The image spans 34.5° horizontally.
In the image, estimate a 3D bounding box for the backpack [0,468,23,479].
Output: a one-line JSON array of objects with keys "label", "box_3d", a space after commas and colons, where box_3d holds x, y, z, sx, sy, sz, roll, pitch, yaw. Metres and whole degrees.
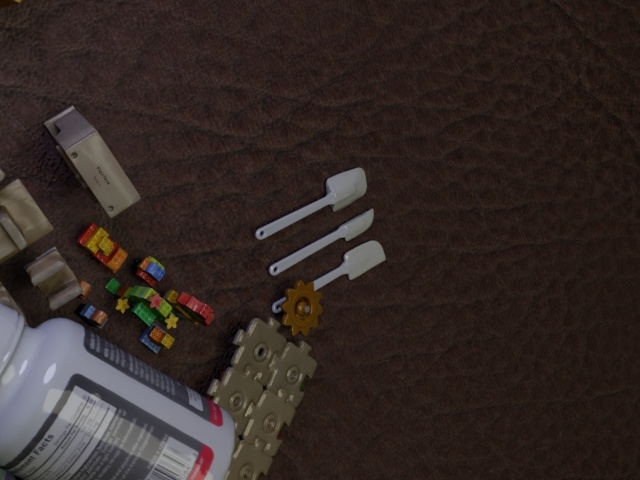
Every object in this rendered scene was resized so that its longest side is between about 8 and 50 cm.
[{"label": "backpack", "box_3d": [-0.414, 0.274, 1.171, 0.152, 0.115, 0.182, -23, 101, -11]}]

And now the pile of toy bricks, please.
[{"label": "pile of toy bricks", "box_3d": [-0.231, 0.077, 1.335, 0.212, 0.105, 0.118, 46, 65, -33]}]

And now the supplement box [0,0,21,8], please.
[{"label": "supplement box", "box_3d": [-0.406, -0.386, 1.137, 0.191, 0.129, 0.194, 26, 76, -38]}]

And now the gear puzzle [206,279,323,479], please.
[{"label": "gear puzzle", "box_3d": [-0.093, 0.203, 1.504, 0.175, 0.044, 0.339, 41, 67, -41]}]

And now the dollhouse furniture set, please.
[{"label": "dollhouse furniture set", "box_3d": [-0.357, -0.041, 1.229, 0.242, 0.161, 0.212, -34, 116, -10]}]

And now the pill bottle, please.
[{"label": "pill bottle", "box_3d": [-0.268, 0.196, 1.149, 0.318, 0.176, 0.176, 35, 70, -22]}]

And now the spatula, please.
[{"label": "spatula", "box_3d": [0.000, 0.000, 1.589, 0.242, 0.019, 0.168, -27, 116, -35]}]
